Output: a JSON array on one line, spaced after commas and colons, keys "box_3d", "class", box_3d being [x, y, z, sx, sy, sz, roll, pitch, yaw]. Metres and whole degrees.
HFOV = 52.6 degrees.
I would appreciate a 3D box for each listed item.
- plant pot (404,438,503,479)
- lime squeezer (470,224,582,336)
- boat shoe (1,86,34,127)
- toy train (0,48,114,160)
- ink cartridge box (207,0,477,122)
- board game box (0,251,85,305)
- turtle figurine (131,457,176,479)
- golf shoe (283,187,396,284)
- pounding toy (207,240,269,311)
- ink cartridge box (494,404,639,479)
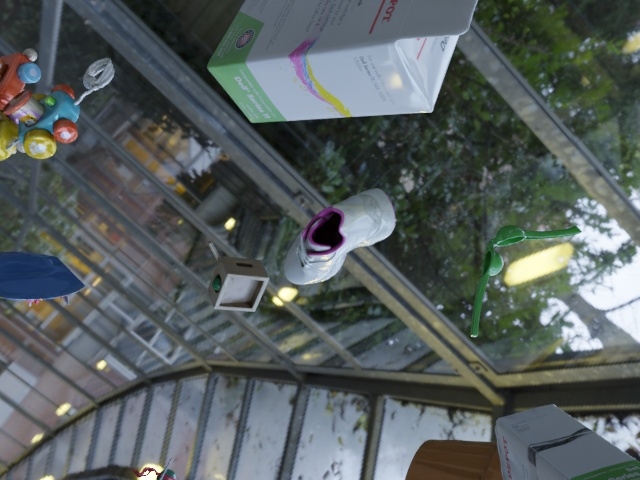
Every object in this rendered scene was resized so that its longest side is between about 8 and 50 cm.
[{"box_3d": [0.270, 0.491, 1.179, 0.203, 0.291, 0.291, 8, -133, 29], "class": "plant pot"}, {"box_3d": [0.351, 0.042, 1.221, 0.310, 0.110, 0.059, -40, -174, -17], "class": "lime squeezer"}, {"box_3d": [-0.457, -0.182, 0.711, 0.119, 0.324, 0.123, 6, -99, 41], "class": "boat shoe"}, {"box_3d": [-0.262, -0.130, 0.565, 0.166, 0.046, 0.125, 7, -112, 34], "class": "toy train"}, {"box_3d": [0.056, -0.266, 0.816, 0.353, 0.119, 0.207, 4, -121, 34], "class": "ink cartridge box"}, {"box_3d": [-0.407, 0.060, 0.879, 0.168, 0.133, 0.033, 27, -68, 44], "class": "board game box"}, {"box_3d": [-0.299, 0.507, 1.171, 0.118, 0.175, 0.234, 11, -109, 46], "class": "turtle figurine"}, {"box_3d": [0.000, 0.000, 1.211, 0.140, 0.115, 0.306, -11, 159, -43], "class": "golf shoe"}, {"box_3d": [-0.215, 0.089, 1.577, 0.130, 0.141, 0.100, -65, -146, 27], "class": "pounding toy"}, {"box_3d": [0.309, 0.315, 0.776, 0.092, 0.160, 0.219, -12, -169, -10], "class": "ink cartridge box"}]
